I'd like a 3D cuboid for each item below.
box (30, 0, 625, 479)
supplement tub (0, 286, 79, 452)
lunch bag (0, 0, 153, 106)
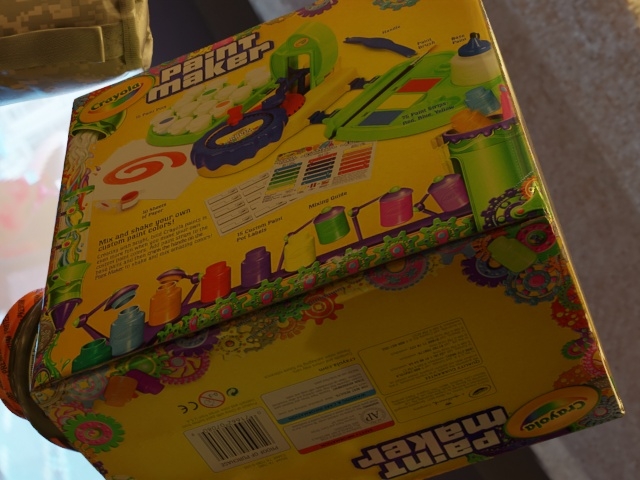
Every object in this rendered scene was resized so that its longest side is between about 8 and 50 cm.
[{"bbox_3d":[0.000,0.000,0.753,0.279,0.290,0.177,-95,162,-48],"label":"box"},{"bbox_3d":[-0.190,0.146,1.318,0.338,0.207,0.207,5,-49,35],"label":"supplement tub"},{"bbox_3d":[-0.260,-0.192,0.969,0.287,0.235,0.169,-111,-166,-67],"label":"lunch bag"}]
